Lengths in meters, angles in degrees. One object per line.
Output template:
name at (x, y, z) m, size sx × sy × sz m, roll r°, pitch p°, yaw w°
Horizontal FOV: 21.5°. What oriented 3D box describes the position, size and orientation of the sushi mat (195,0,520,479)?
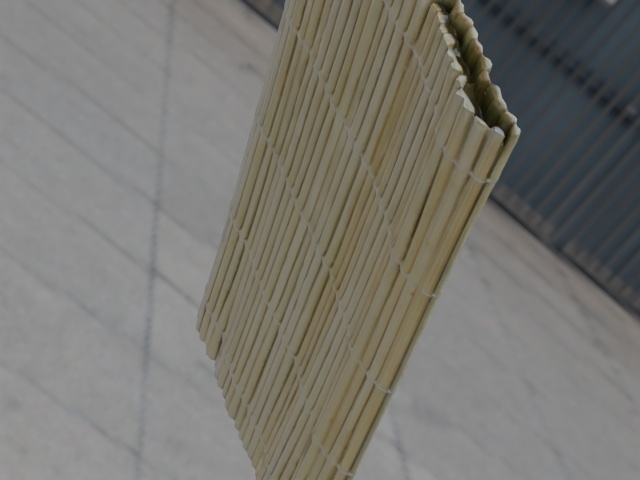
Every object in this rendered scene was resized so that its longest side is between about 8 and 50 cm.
sushi mat at (0.000, 0.000, 0.701) m, size 0.019 × 0.316 × 0.151 m, roll -9°, pitch 55°, yaw -22°
